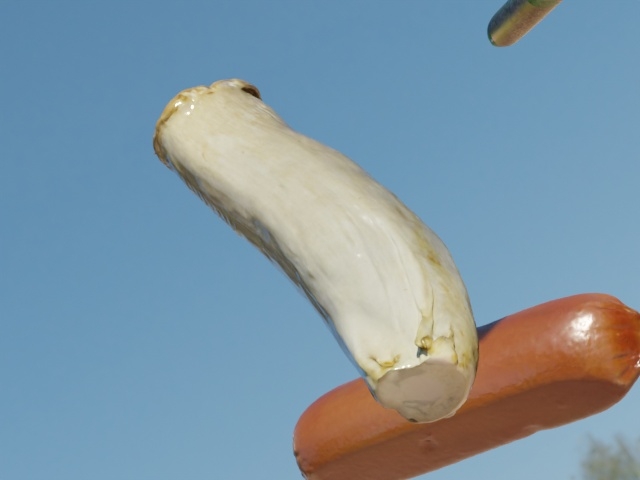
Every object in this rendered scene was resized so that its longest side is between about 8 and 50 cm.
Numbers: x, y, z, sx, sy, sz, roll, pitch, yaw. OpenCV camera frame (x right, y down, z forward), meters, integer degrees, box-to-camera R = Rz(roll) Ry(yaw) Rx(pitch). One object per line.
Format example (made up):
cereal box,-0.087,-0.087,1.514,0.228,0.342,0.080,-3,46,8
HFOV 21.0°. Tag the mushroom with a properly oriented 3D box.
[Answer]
mushroom,0.000,0.000,1.177,0.122,0.351,0.095,-1,-57,-37

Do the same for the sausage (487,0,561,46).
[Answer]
sausage,0.197,-0.217,1.400,0.033,0.033,0.269,-23,-9,-26

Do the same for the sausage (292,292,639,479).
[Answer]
sausage,0.116,0.134,1.474,0.348,0.097,0.094,-25,-42,29
